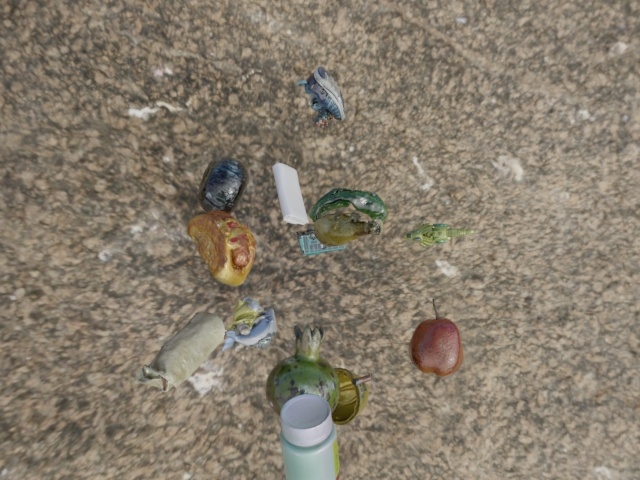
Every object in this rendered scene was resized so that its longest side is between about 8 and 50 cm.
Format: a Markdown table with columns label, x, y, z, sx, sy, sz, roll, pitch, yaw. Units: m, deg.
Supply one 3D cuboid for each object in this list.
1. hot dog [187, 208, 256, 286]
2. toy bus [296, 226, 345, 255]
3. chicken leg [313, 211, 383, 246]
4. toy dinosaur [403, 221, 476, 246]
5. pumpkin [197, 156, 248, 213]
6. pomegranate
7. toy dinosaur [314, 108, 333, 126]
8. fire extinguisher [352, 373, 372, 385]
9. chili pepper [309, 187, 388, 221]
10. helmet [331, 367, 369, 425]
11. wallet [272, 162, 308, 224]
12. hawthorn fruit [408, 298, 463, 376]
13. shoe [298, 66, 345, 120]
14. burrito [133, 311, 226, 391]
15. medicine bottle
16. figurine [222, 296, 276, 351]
| label | x | y | z | sx | sy | sz | roll | pitch | yaw |
| --- | --- | --- | --- | --- | --- | --- | --- | --- | --- |
| hot dog | -0.294 | 0.005 | 1.428 | 0.153 | 0.150 | 0.256 | -42 | 65 | 11 |
| toy bus | 0.000 | 0.000 | 1.582 | 0.161 | 0.079 | 0.091 | -8 | 104 | -5 |
| chicken leg | 0.059 | -0.028 | 0.926 | 0.093 | 0.178 | 0.070 | -46 | 114 | -28 |
| toy dinosaur | 0.446 | -0.027 | 1.714 | 0.260 | 0.153 | 0.094 | -4 | 94 | 16 |
| pumpkin | -0.367 | -0.201 | 1.729 | 0.163 | 0.233 | 0.232 | 22 | 79 | -21 |
| pomegranate | -0.039 | 0.429 | 1.455 | 0.243 | 0.242 | 0.305 | 24 | 69 | -5 |
| toy dinosaur | 0.017 | -0.440 | 1.588 | 0.049 | 0.055 | 0.154 | 13 | 52 | 22 |
| fire extinguisher | 0.143 | 0.460 | 1.523 | 0.083 | 0.022 | 0.028 | -4 | 55 | -36 |
| chili pepper | 0.066 | -0.080 | 1.025 | 0.182 | 0.050 | 0.073 | 0 | 116 | -11 |
| helmet | 0.114 | 0.581 | 1.748 | 0.140 | 0.257 | 0.205 | 0 | 60 | -40 |
| wallet | -0.058 | -0.089 | 0.881 | 0.061 | 0.025 | 0.122 | 12 | 55 | -45 |
| hawthorn fruit | 0.326 | 0.271 | 1.278 | 0.163 | 0.162 | 0.203 | 5 | 89 | -8 |
| shoe | 0.014 | -0.472 | 1.513 | 0.106 | 0.207 | 0.091 | -23 | 49 | 24 |
| burrito | -0.238 | 0.194 | 0.806 | 0.087 | 0.226 | 0.060 | 4 | 108 | 14 |
| medicine bottle | -0.027 | 0.507 | 1.127 | 0.140 | 0.139 | 0.225 | -10 | 113 | -10 |
| figurine | -0.225 | 0.266 | 1.442 | 0.184 | 0.128 | 0.209 | 41 | 41 | 25 |
